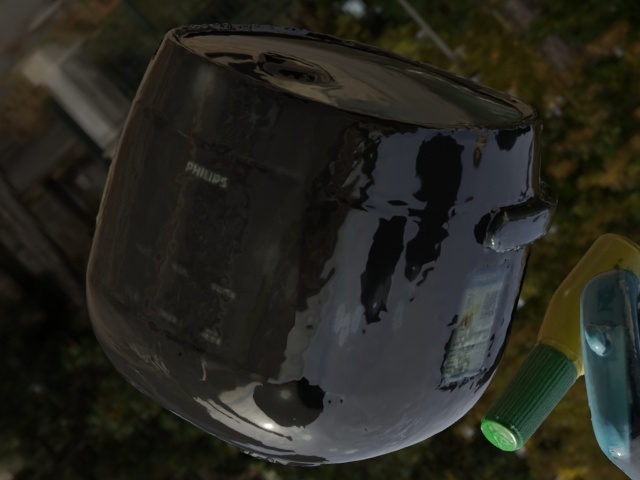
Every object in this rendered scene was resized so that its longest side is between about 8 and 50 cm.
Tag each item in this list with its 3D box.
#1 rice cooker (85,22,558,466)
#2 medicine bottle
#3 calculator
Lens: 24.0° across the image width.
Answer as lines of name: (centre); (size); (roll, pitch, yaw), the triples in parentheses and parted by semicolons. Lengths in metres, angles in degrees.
rice cooker: (0.000, 0.000, 0.895); (0.267, 0.267, 0.224); (-75, 177, -74)
medicine bottle: (0.243, 0.102, 1.470); (0.064, 0.095, 0.260); (-4, -144, 50)
calculator: (0.280, 0.139, 1.165); (0.051, 0.293, 0.173); (-25, -137, 29)
